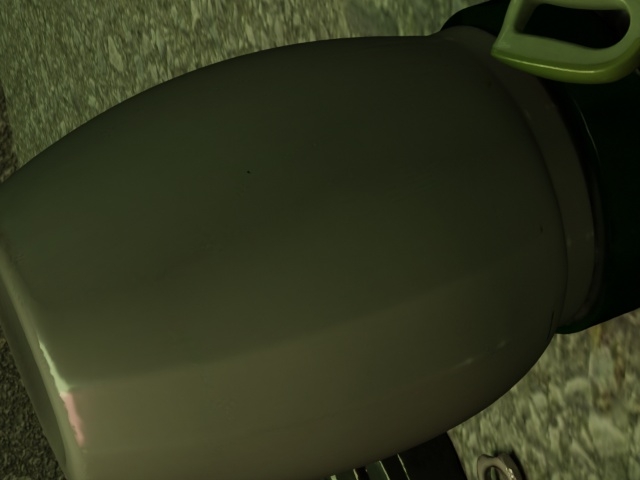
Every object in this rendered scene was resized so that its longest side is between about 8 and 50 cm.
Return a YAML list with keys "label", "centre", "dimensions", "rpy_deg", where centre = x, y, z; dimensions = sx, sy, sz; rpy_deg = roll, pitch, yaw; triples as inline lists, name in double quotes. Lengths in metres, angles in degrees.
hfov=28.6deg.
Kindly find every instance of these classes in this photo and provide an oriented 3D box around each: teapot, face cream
- label: "teapot"
  centre: [0.148, -0.143, 0.634]
  dimensions: [0.091, 0.092, 0.124]
  rpy_deg: [27, 121, 31]
- label: "face cream"
  centre: [0.000, 0.000, 0.719]
  dimensions: [0.312, 0.357, 0.219]
  rpy_deg: [32, 139, 62]

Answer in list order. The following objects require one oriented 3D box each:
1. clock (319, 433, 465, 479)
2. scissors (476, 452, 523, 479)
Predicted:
- label: "clock"
  centre: [0.056, 0.233, 1.183]
  dimensions: [0.280, 0.055, 0.280]
  rpy_deg: [49, 149, 43]
- label: "scissors"
  centre: [0.155, 0.253, 1.020]
  dimensions: [0.100, 0.015, 0.189]
  rpy_deg: [47, 148, 41]
